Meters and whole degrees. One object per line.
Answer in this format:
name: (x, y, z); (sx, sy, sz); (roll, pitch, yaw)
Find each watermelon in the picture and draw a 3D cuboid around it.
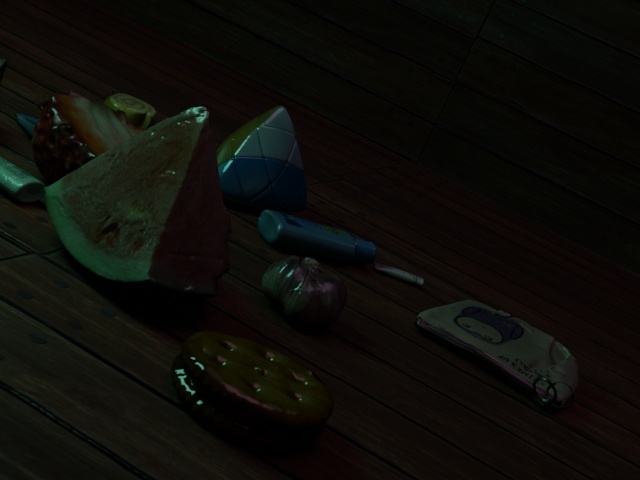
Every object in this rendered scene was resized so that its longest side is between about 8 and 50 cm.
watermelon: (-0.266, -0.043, 1.470); (0.251, 0.292, 0.283); (-15, 27, -19)

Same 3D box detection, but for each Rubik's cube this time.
Rubik's cube: (-0.105, -0.173, 2.173); (0.255, 0.254, 0.254); (23, 15, -7)

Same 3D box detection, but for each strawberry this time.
strawberry: (-0.379, -0.117, 1.734); (0.265, 0.149, 0.336); (19, 25, -44)

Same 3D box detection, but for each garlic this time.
garlic: (-0.025, 0.080, 1.665); (0.147, 0.102, 0.159); (22, 16, -16)

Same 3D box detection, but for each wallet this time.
wallet: (0.358, 0.205, 1.897); (0.335, 0.068, 0.275); (30, 18, 23)

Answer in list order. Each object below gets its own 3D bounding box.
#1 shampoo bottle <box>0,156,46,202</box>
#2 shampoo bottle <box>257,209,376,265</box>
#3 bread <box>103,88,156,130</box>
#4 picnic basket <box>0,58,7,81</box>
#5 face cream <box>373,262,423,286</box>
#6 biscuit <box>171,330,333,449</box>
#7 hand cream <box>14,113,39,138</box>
shampoo bottle: (-0.546, -0.123, 1.655); (0.191, 0.041, 0.069); (31, 22, 23)
shampoo bottle: (0.000, 0.000, 2.046); (0.259, 0.061, 0.104); (16, 17, -31)
bread: (-0.450, -0.301, 2.337); (0.122, 0.073, 0.149); (25, 15, -5)
picnic basket: (-0.693, -0.301, 1.813); (0.196, 0.154, 0.134); (21, 15, -12)
face cream: (0.168, 0.072, 2.139); (0.115, 0.020, 0.038); (21, 17, -10)
biscuit: (-0.087, 0.188, 1.278); (0.221, 0.066, 0.220); (24, 15, -7)
hand cream: (-0.552, -0.213, 1.967); (0.083, 0.048, 0.224); (16, 11, -30)
